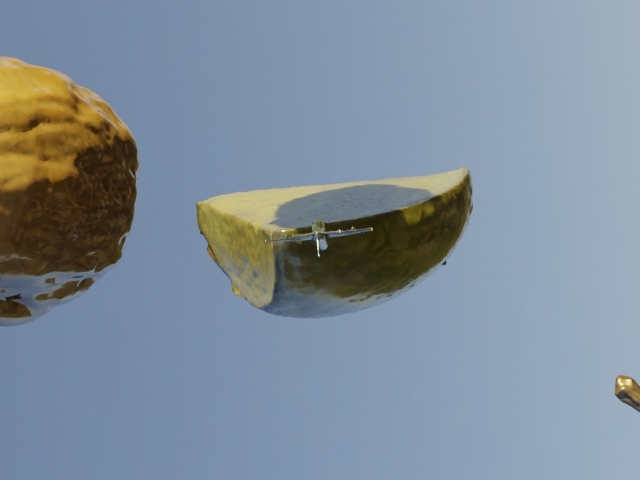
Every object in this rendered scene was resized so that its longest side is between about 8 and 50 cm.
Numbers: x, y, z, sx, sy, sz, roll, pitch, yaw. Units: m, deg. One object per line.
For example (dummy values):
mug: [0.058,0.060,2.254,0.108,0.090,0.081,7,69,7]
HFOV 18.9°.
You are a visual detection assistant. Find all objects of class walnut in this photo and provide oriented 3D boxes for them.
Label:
walnut: [-0.364,-0.061,2.082,0.344,0.306,0.306,14,-111,-69]

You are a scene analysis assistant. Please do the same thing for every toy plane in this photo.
toy plane: [0.000,-0.003,1.391,0.084,0.078,0.024,-55,-41,-85]

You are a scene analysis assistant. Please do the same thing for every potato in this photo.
potato: [-0.003,0.017,1.708,0.255,0.269,0.112,-44,-55,-75]

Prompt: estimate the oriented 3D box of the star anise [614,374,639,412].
star anise: [0.361,0.145,1.556,0.089,0.231,0.209,-133,27,-75]
